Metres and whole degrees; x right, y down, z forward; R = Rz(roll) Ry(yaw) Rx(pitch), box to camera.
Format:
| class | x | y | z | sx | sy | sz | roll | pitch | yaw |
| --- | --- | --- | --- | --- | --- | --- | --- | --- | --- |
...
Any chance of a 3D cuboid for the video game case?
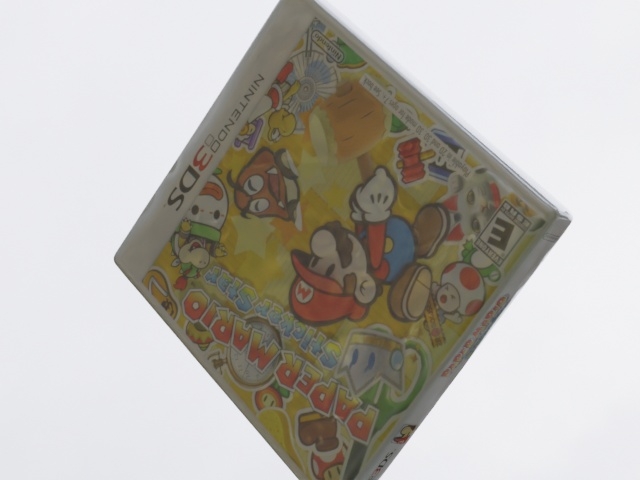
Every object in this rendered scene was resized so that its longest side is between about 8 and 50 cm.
| class | x | y | z | sx | sy | sz | roll | pitch | yaw |
| --- | --- | --- | --- | --- | --- | --- | --- | --- | --- |
| video game case | 0.000 | 0.000 | 0.824 | 0.227 | 0.026 | 0.206 | 45 | -71 | 32 |
